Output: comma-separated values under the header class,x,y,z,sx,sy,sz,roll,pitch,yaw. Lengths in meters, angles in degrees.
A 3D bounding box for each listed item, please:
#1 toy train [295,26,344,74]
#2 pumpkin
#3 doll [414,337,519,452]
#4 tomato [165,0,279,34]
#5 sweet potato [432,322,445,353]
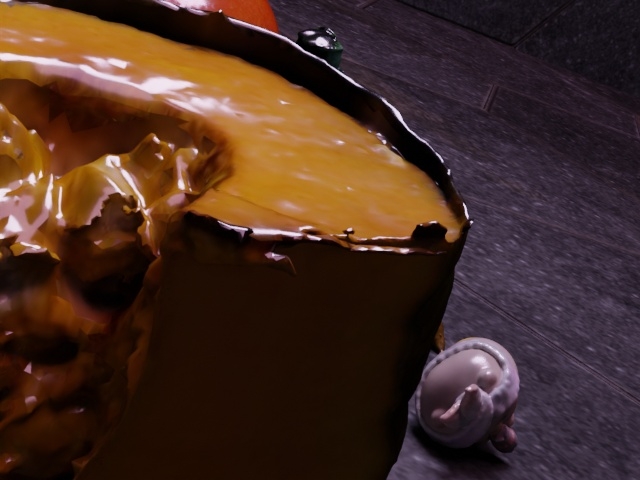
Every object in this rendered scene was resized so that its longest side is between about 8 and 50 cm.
class,x,y,z,sx,sy,sz,roll,pitch,yaw
toy train,-0.049,-0.061,1.123,0.154,0.197,0.107,1,24,-27
pumpkin,-0.090,0.011,0.751,0.303,0.225,0.256,35,26,21
doll,0.104,0.109,1.027,0.084,0.073,0.127,57,14,-3
tomato,-0.157,-0.175,1.351,0.260,0.180,0.260,15,14,-4
sweet potato,0.000,0.000,1.235,0.274,0.067,0.067,35,18,17
